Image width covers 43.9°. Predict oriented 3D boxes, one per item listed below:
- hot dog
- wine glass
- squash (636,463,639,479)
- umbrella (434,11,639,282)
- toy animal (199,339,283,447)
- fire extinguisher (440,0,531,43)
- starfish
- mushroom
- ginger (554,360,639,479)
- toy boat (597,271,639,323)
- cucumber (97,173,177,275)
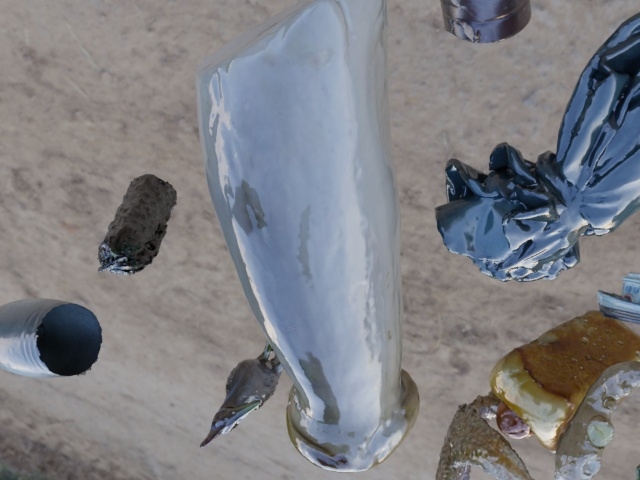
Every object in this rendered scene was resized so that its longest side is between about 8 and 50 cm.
[{"bbox_3d":[0.347,0.209,1.138,0.150,0.257,0.153,47,139,31],"label":"hot dog"},{"bbox_3d":[-0.243,0.072,0.605,0.198,0.066,0.066,-4,131,43],"label":"wine glass"},{"bbox_3d":[0.439,0.369,1.001,0.094,0.224,0.094,2,130,2],"label":"squash"},{"bbox_3d":[0.243,-0.087,0.596,0.143,0.094,0.349,23,129,-33],"label":"umbrella"},{"bbox_3d":[-0.067,0.154,0.862,0.070,0.202,0.105,35,131,5],"label":"toy animal"},{"bbox_3d":[0.093,-0.267,0.559,0.089,0.072,0.267,-6,136,15],"label":"fire extinguisher"},{"bbox_3d":[0.234,0.348,1.166,0.132,0.383,0.398,13,175,7],"label":"starfish"},{"bbox_3d":[-0.009,-0.003,0.629,0.154,0.137,0.407,1,117,17],"label":"mushroom"},{"bbox_3d":[0.319,0.206,0.917,0.051,0.069,0.173,22,102,-3],"label":"ginger"},{"bbox_3d":[0.402,0.074,0.989,0.059,0.066,0.140,10,179,-31],"label":"toy boat"},{"bbox_3d":[-0.162,-0.013,0.696,0.053,0.181,0.053,0,114,0],"label":"cucumber"}]
